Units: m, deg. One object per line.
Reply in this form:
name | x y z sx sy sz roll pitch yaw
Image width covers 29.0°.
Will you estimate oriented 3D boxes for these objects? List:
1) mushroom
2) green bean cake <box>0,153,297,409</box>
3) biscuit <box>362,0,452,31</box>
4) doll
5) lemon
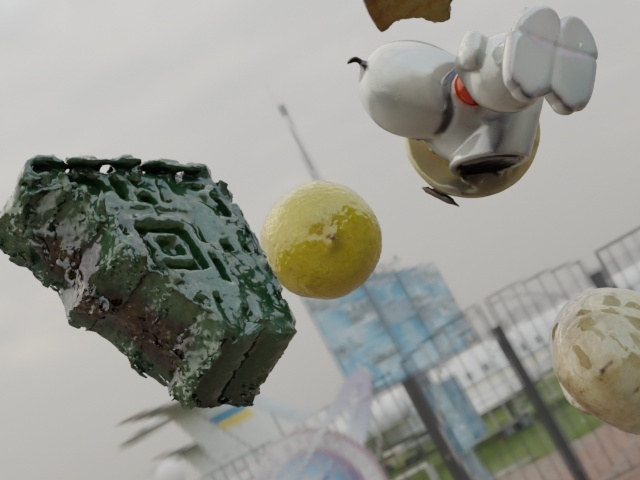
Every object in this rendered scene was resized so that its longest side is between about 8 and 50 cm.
mushroom | 0.305 0.125 1.249 0.166 0.166 0.127 -18 -35 -47
green bean cake | -0.133 0.031 0.968 0.193 0.208 0.107 4 -45 -43
biscuit | 0.147 -0.356 1.507 0.229 0.176 0.031 -18 32 15
doll | 0.159 -0.119 1.115 0.208 0.144 0.271 21 -13 -35
lemon | 0.000 0.000 1.818 0.178 0.178 0.203 -27 8 -8
